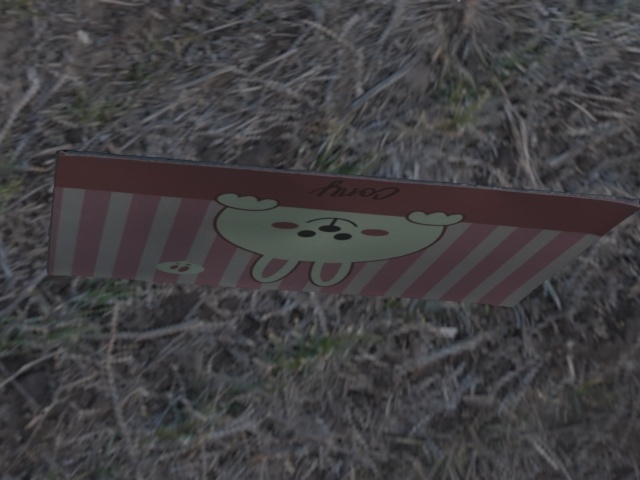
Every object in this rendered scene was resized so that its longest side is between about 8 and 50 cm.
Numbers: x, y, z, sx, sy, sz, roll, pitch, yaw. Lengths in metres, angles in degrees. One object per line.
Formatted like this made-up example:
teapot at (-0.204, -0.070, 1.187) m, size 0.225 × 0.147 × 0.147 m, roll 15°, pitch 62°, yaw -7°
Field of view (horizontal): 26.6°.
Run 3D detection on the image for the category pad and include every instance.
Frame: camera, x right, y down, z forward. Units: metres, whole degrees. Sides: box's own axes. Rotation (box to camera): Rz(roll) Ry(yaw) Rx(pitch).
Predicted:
pad at (0.000, 0.001, 0.760) m, size 0.300 × 0.202 × 0.005 m, roll 5°, pitch 71°, yaw -12°
